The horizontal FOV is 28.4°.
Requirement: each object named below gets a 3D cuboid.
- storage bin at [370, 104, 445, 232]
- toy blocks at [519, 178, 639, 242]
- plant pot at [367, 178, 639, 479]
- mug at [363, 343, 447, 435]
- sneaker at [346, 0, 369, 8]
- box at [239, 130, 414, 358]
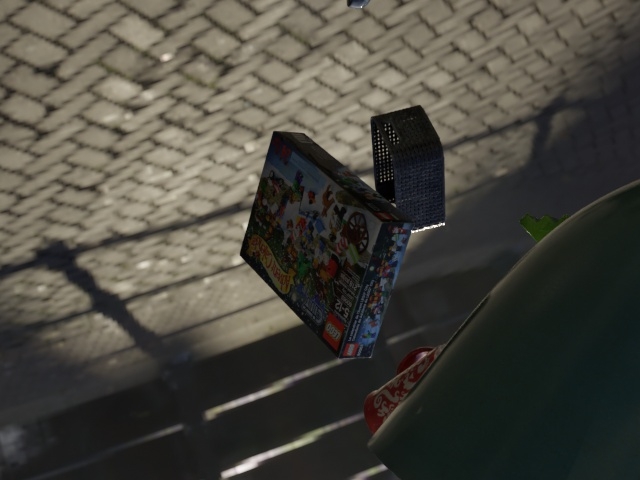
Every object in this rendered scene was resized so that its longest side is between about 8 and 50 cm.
[{"bbox_3d":[0.140,-0.110,2.010,0.084,0.122,0.180,-14,135,-8],"label":"storage bin"},{"bbox_3d":[0.391,0.033,1.029,0.261,0.381,0.190,-46,157,14],"label":"toy blocks"},{"bbox_3d":[0.213,0.104,0.748,0.235,0.293,0.293,-56,158,-2],"label":"plant pot"},{"bbox_3d":[0.154,0.225,1.961,0.113,0.150,0.169,3,144,-39],"label":"mug"},{"bbox_3d":[0.159,-0.575,2.436,0.131,0.112,0.319,19,115,-20],"label":"sneaker"},{"bbox_3d":[0.000,0.000,1.363,0.044,0.233,0.159,2,116,-34],"label":"box"}]
